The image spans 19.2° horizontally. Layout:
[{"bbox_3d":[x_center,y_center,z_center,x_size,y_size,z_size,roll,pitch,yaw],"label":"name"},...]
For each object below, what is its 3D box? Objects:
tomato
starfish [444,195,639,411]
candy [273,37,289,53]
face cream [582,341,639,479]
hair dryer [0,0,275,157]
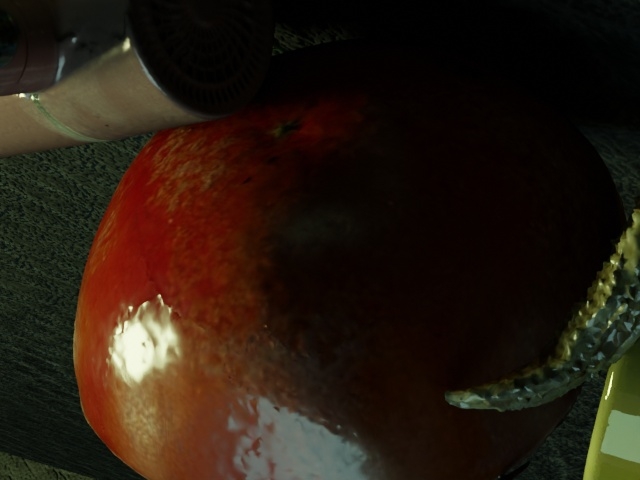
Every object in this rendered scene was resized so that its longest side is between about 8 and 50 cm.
[{"bbox_3d":[0.003,-0.008,1.050,0.338,0.338,0.144,9,133,27],"label":"tomato"},{"bbox_3d":[0.219,0.020,0.945,0.301,0.294,0.084,20,-171,-13],"label":"starfish"},{"bbox_3d":[-0.029,-0.121,1.162,0.025,0.023,0.083,-3,163,32],"label":"candy"},{"bbox_3d":[0.268,0.075,1.109,0.179,0.218,0.218,16,161,12],"label":"face cream"},{"bbox_3d":[-0.210,-0.098,0.982,0.210,0.125,0.352,-7,-175,38],"label":"hair dryer"}]
